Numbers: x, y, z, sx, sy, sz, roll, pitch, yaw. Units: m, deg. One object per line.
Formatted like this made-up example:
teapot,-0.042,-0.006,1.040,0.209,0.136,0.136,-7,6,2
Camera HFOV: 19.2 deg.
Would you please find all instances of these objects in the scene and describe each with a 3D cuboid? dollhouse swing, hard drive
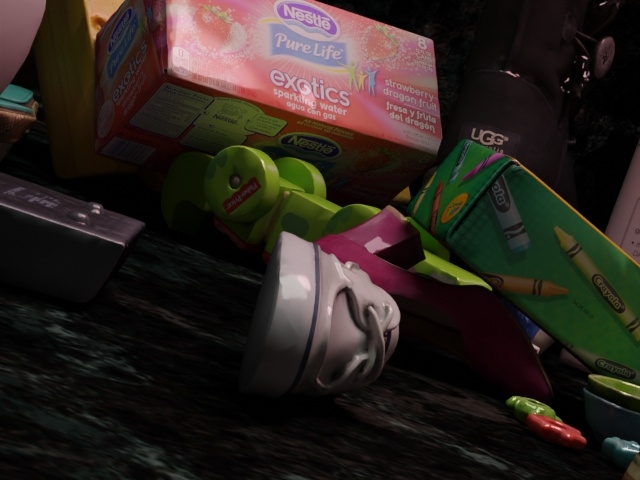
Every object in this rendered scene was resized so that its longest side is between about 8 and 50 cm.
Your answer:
dollhouse swing,-0.155,-0.112,2.006,0.347,0.315,0.305,5,-29,-35
hard drive,-0.241,-0.026,1.180,0.255,0.054,0.172,19,5,-3

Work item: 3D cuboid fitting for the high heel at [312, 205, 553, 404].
high heel,0.069,0.068,1.439,0.244,0.117,0.082,47,-17,36

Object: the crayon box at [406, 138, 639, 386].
crayon box,0.204,0.045,1.439,0.278,0.081,0.165,40,1,-11

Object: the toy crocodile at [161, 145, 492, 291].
toy crocodile,0.000,0.000,1.656,0.341,0.105,0.115,27,8,27

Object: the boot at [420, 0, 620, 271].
boot,0.227,-0.195,1.810,0.146,0.445,0.367,13,-10,11

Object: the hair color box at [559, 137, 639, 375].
hair color box,0.376,-0.029,1.714,0.185,0.374,0.114,22,6,32

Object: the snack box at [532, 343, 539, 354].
snack box,0.132,0.076,1.690,0.064,0.022,0.178,17,5,-18

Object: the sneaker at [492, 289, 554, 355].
sneaker,0.183,0.058,1.715,0.084,0.058,0.152,48,3,3

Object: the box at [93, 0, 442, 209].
box,-0.049,-0.138,1.788,0.300,0.142,0.154,14,-33,-28

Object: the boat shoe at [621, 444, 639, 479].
boat shoe,0.317,0.158,1.074,0.285,0.089,0.104,19,4,-1

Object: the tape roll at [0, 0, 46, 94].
tape roll,-0.351,-0.205,1.403,0.286,0.286,0.100,20,6,10

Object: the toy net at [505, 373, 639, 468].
toy net,0.214,0.132,1.233,0.122,0.045,0.232,18,5,-21

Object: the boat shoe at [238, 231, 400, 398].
boat shoe,0.005,0.045,1.100,0.084,0.095,0.258,15,6,0

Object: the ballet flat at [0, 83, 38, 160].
ballet flat,-0.301,-0.106,1.770,0.073,0.067,0.206,15,7,0
